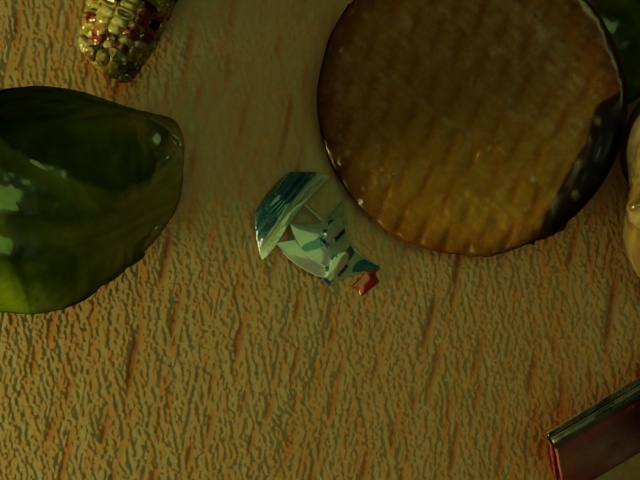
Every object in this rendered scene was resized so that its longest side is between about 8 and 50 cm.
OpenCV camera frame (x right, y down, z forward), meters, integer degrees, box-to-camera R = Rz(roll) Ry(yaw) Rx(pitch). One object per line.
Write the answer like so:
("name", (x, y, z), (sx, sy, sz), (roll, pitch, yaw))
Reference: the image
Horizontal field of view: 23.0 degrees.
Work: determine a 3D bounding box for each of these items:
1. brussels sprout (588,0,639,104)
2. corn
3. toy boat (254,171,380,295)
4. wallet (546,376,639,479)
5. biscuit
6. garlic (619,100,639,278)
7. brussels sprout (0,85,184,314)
("brussels sprout", (0.276, -0.223, 1.623), (0.180, 0.144, 0.161), (47, 120, -7))
("corn", (-0.169, -0.299, 1.597), (0.098, 0.098, 0.290), (20, 86, -5))
("toy boat", (-0.011, 0.001, 1.627), (0.105, 0.034, 0.149), (-29, 101, -11))
("wallet", (0.337, 0.174, 1.614), (0.232, 0.119, 0.025), (-29, 52, -9))
("biscuit", (0.149, -0.138, 1.584), (0.318, 0.040, 0.318), (3, 104, 14))
("garlic", (0.454, -0.039, 1.588), (0.340, 0.246, 0.231), (17, 66, -5))
("brussels sprout", (-0.258, -0.044, 1.508), (0.271, 0.219, 0.210), (-13, 104, -27))
